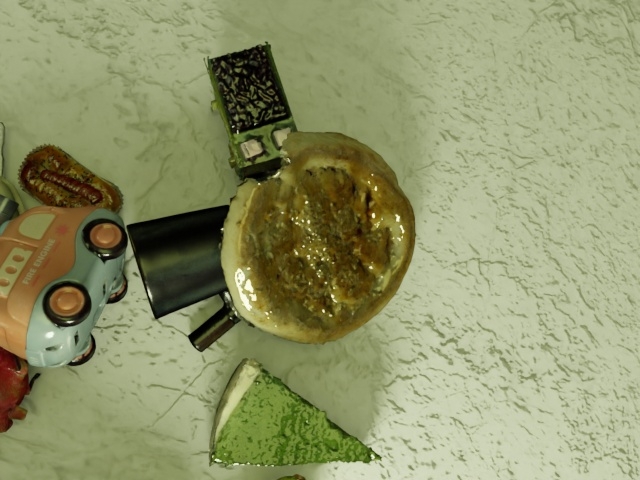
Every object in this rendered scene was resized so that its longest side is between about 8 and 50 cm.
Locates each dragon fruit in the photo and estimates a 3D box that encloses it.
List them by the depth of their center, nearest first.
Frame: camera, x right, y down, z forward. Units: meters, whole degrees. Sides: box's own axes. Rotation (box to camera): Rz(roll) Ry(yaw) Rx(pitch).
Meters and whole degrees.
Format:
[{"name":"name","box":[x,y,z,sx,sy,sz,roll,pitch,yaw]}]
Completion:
[{"name":"dragon fruit","box":[-0.534,0.231,1.128,0.136,0.133,0.166,-7,92,0]}]

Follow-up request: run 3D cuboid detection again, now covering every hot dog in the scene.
[{"name":"hot dog","box":[-0.443,-0.090,1.237,0.191,0.059,0.108,34,72,1]}]

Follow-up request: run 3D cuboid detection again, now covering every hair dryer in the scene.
[{"name":"hair dryer","box":[-0.570,-0.059,1.172,0.114,0.037,0.063,25,79,8]}]

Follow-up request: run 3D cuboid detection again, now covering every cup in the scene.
[{"name":"cup","box":[-0.220,0.057,1.218,0.177,0.239,0.166,-18,41,-17]}]

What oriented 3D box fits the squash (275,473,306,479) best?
[{"name":"squash","box":[-0.081,0.503,1.143,0.132,0.132,0.247,31,77,-2]}]

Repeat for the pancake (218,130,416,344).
[{"name":"pancake","box":[-0.001,0.000,1.183,0.382,0.071,0.382,-7,103,-32]}]

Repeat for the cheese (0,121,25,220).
[{"name":"cheese","box":[-0.572,-0.086,1.219,0.127,0.054,0.252,0,79,-8]}]

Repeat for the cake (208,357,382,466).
[{"name":"cake","box":[-0.040,0.290,1.173,0.283,0.158,0.172,4,78,-9]}]

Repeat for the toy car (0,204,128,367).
[{"name":"toy car","box":[-0.437,0.059,1.122,0.212,0.180,0.270,21,55,-1]}]

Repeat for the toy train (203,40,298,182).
[{"name":"toy train","box":[-0.114,-0.221,1.243,0.134,0.177,0.261,-17,82,-10]}]
